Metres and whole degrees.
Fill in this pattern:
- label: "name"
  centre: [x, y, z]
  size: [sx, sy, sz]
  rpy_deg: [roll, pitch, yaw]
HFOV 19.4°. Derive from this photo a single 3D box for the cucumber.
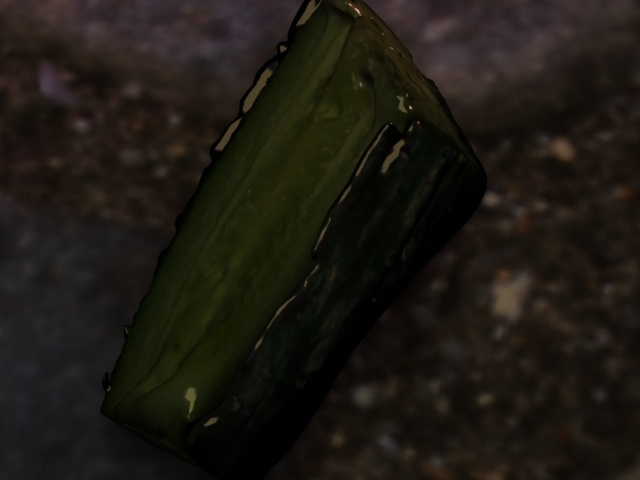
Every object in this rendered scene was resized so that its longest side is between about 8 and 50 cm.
- label: "cucumber"
  centre: [0.000, 0.000, 0.684]
  size: [0.193, 0.086, 0.115]
  rpy_deg: [-55, 31, -14]
